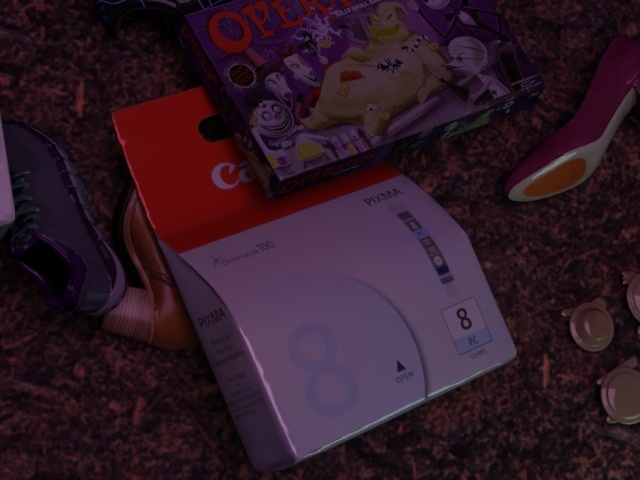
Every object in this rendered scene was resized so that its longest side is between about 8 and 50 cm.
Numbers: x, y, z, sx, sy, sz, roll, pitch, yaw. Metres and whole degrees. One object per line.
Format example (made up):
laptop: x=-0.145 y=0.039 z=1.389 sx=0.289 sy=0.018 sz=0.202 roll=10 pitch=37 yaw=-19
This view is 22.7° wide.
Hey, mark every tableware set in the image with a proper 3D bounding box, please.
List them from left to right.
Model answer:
tableware set: x=0.351 y=0.119 z=1.769 sx=0.141 sy=0.020 sz=0.168 roll=-17 pitch=84 yaw=-22

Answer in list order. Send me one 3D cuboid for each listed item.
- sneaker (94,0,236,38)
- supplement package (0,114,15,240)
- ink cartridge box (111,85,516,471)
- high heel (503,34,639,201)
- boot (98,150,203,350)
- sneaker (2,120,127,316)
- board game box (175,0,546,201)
sneaker: x=-0.120 y=-0.259 z=1.662 sx=0.232 sy=0.081 sz=0.090 roll=-5 pitch=84 yaw=-12
supplement package: x=-0.397 y=-0.058 z=1.464 sx=0.194 sy=0.203 sz=0.149 roll=-7 pitch=82 yaw=-18
ink cartridge box: x=0.000 y=0.000 z=1.602 sx=0.308 sy=0.091 sz=0.385 roll=-21 pitch=87 yaw=-36
high heel: x=0.283 y=-0.139 z=1.780 sx=0.244 sy=0.082 sz=0.117 roll=-34 pitch=62 yaw=-8
boot: x=-0.135 y=0.014 z=1.608 sx=0.152 sy=0.073 sz=0.197 roll=11 pitch=86 yaw=-16
sneaker: x=-0.271 y=-0.026 z=1.528 sx=0.083 sy=0.098 sz=0.223 roll=-41 pitch=75 yaw=20
board game box: x=0.047 y=-0.185 z=1.663 sx=0.347 sy=0.056 sz=0.208 roll=-21 pitch=68 yaw=-29
